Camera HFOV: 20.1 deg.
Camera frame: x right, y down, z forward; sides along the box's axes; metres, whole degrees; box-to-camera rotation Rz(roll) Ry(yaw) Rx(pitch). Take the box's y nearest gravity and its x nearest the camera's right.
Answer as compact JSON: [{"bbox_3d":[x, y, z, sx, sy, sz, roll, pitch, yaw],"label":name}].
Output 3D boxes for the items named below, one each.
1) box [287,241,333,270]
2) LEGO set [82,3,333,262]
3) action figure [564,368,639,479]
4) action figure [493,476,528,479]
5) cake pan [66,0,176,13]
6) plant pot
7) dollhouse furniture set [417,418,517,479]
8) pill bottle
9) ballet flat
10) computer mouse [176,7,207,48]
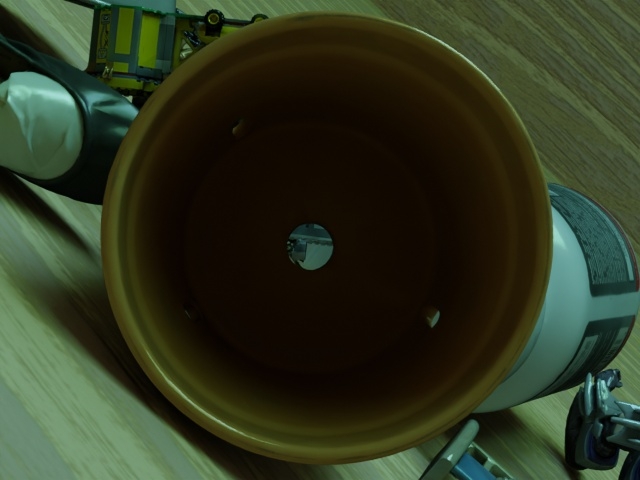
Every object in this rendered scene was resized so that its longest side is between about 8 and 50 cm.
[{"bbox_3d":[0.018,-0.024,1.722,0.087,0.101,0.102,28,16,-43],"label":"box"},{"bbox_3d":[-0.080,-0.074,1.517,0.255,0.192,0.331,6,-2,-4],"label":"LEGO set"},{"bbox_3d":[0.309,0.177,1.643,0.185,0.099,0.285,25,-17,-6],"label":"action figure"},{"bbox_3d":[0.146,0.236,1.117,0.164,0.141,0.276,26,16,-9],"label":"action figure"},{"bbox_3d":[-0.251,-0.247,1.565,0.293,0.054,0.293,18,4,-1],"label":"cake pan"},{"bbox_3d":[0.000,0.000,1.244,0.291,0.291,0.203,40,-3,-2],"label":"plant pot"},{"bbox_3d":[0.257,0.134,1.409,0.198,0.303,0.286,42,13,5],"label":"dollhouse furniture set"},{"bbox_3d":[0.154,0.045,1.622,0.210,0.210,0.363,44,14,16],"label":"pill bottle"},{"bbox_3d":[-0.243,-0.104,1.295,0.280,0.095,0.096,32,21,12],"label":"ballet flat"},{"bbox_3d":[-0.099,-0.224,2.214,0.242,0.041,0.071,36,14,-16],"label":"computer mouse"}]
